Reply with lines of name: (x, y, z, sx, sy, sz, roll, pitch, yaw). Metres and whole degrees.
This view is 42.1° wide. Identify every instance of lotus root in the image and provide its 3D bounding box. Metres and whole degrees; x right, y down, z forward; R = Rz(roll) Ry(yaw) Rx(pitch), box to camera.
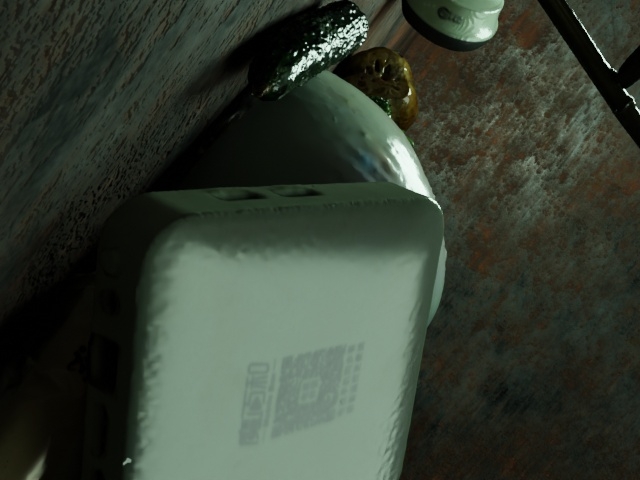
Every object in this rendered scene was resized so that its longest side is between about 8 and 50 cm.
lotus root: (0.089, -0.272, 1.637, 0.193, 0.193, 0.291, -53, 178, -14)

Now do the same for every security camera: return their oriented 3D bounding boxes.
security camera: (0.284, -0.508, 1.530, 0.277, 0.197, 0.191, -62, -177, 44)

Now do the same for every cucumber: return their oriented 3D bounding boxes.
cucumber: (-0.018, -0.199, 0.862, 0.067, 0.068, 0.293, -53, 179, 30)

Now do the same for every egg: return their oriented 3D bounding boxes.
egg: (0.000, 0.000, 1.049, 0.354, 0.340, 0.354, -51, 180, 0)

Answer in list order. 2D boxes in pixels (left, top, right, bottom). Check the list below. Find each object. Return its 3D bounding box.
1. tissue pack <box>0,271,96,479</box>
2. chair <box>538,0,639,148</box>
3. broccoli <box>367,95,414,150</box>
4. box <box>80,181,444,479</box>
tissue pack: (-0.268, 0.224, 0.849, 0.390, 0.195, 0.375, -53, 159, -7)
chair: (0.331, -0.357, 0.751, 0.362, 0.410, 0.364, -48, 177, -10)
broccoli: (0.078, -0.145, 1.382, 0.195, 0.156, 0.195, -3, 90, -83)
box: (-0.047, 0.129, 0.797, 0.373, 0.090, 0.367, -5, 109, -42)
